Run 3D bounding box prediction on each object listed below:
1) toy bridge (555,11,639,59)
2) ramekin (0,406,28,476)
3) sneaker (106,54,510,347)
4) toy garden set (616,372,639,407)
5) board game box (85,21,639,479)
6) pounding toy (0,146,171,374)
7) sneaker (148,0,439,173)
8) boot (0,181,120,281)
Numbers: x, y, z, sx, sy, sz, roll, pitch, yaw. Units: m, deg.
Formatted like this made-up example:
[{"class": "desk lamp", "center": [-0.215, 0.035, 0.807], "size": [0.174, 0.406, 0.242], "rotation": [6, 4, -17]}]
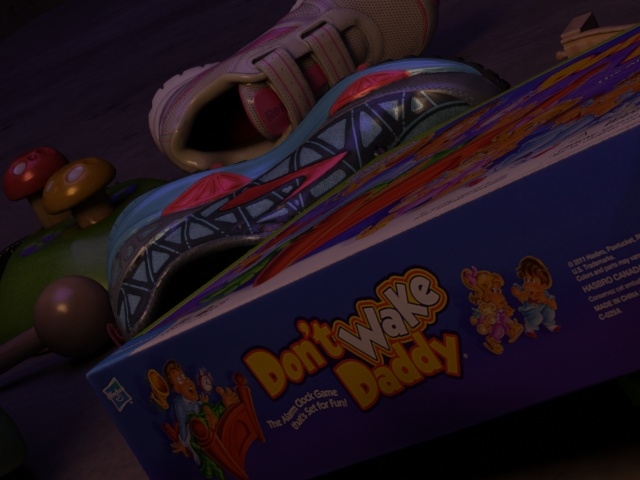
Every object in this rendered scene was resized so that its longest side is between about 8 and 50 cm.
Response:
[{"class": "toy bridge", "center": [0.228, -0.142, 1.110], "size": [0.188, 0.026, 0.063], "rotation": [-18, 20, 33]}, {"class": "ramekin", "center": [-0.321, 0.093, 0.947], "size": [0.303, 0.148, 0.303], "rotation": [-18, 0, 0]}, {"class": "sneaker", "center": [0.000, 0.000, 0.986], "size": [0.261, 0.104, 0.125], "rotation": [-29, 32, 18]}, {"class": "toy garden set", "center": [0.216, 0.031, 0.535], "size": [0.203, 0.049, 0.244], "rotation": [-32, 14, -1]}, {"class": "board game box", "center": [0.096, -0.014, 0.717], "size": [0.347, 0.078, 0.233], "rotation": [-26, 9, 44]}, {"class": "pounding toy", "center": [-0.179, -0.002, 1.238], "size": [0.183, 0.110, 0.237], "rotation": [-20, 17, 32]}, {"class": "sneaker", "center": [-0.018, -0.117, 1.364], "size": [0.252, 0.103, 0.111], "rotation": [-33, 18, 11]}, {"class": "boot", "center": [-0.198, -0.003, 1.403], "size": [0.121, 0.045, 0.099], "rotation": [-25, 16, -5]}]
